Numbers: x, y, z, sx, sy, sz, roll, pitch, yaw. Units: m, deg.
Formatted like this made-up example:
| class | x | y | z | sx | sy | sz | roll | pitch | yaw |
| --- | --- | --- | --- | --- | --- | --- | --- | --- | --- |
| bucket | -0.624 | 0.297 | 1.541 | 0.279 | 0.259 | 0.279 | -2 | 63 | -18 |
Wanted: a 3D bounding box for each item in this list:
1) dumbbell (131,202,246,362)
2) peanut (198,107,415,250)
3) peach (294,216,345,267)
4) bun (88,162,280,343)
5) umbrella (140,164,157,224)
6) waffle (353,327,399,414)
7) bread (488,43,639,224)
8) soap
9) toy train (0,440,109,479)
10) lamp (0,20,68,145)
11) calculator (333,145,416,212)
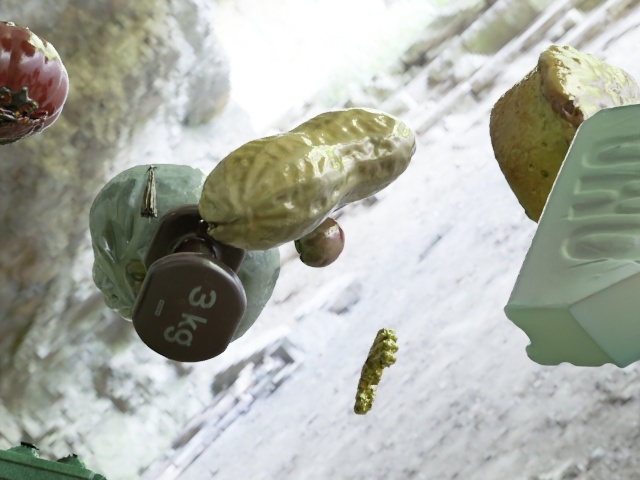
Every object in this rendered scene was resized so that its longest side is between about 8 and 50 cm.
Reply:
| class | x | y | z | sx | sy | sz | roll | pitch | yaw |
| --- | --- | --- | --- | --- | --- | --- | --- | --- | --- |
| dumbbell | -0.161 | 0.048 | 1.376 | 0.225 | 0.124 | 0.140 | -100 | 34 | -68 |
| peanut | -0.010 | -0.085 | 1.398 | 0.313 | 0.149 | 0.149 | -25 | -7 | -35 |
| peach | 0.000 | 0.001 | 1.662 | 0.083 | 0.083 | 0.083 | -43 | 5 | 4 |
| bun | -0.238 | 0.038 | 1.865 | 0.354 | 0.354 | 0.194 | -40 | 12 | 36 |
| umbrella | -0.210 | -0.057 | 1.354 | 0.031 | 0.020 | 0.083 | 78 | -166 | -60 |
| waffle | 0.114 | 0.273 | 2.323 | 0.149 | 0.051 | 0.194 | -73 | 5 | -69 |
| bread | 0.470 | -0.155 | 1.916 | 0.215 | 0.398 | 0.398 | -35 | 9 | 35 |
| soap | 0.313 | -0.013 | 1.104 | 0.173 | 0.095 | 0.289 | -3 | 45 | 39 |
| toy train | -0.395 | 0.360 | 1.404 | 0.330 | 0.138 | 0.178 | 5 | 50 | 30 |
| lamp | -0.536 | -0.258 | 1.831 | 0.227 | 0.227 | 0.227 | -43 | 5 | 4 |
| calculator | 0.017 | -0.091 | 1.679 | 0.294 | 0.043 | 0.194 | -30 | -21 | 38 |
